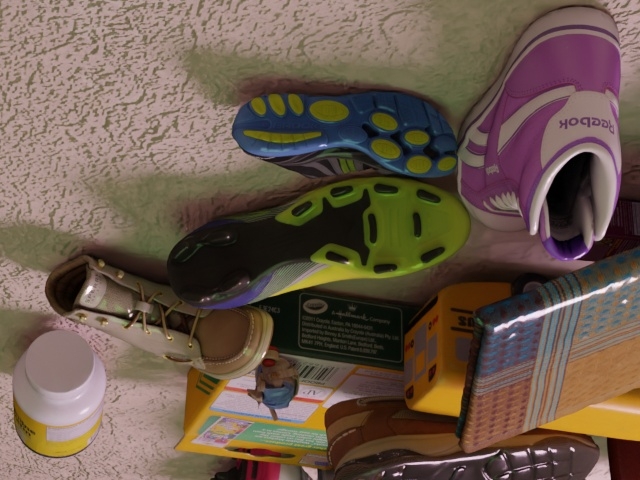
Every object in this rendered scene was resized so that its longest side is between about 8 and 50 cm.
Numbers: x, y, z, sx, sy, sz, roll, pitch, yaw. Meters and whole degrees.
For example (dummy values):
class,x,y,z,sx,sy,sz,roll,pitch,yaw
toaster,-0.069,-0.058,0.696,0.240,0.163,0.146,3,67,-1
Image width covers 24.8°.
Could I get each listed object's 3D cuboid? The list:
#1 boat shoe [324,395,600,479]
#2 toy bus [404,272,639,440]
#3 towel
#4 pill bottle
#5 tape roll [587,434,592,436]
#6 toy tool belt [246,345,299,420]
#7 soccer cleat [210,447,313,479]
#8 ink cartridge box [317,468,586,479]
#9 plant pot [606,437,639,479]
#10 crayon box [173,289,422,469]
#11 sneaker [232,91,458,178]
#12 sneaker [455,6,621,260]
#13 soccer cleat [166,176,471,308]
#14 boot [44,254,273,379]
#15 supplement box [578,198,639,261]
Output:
class,x,y,z,sx,sy,sz,roll,pitch,yaw
boat shoe,0.148,0.208,1.525,0.324,0.120,0.122,6,131,-32
toy bus,0.258,0.122,1.485,0.332,0.130,0.108,9,151,-15
towel,0.297,0.064,1.307,0.370,0.040,0.271,-19,150,-11
pill bottle,-0.293,0.170,1.630,0.103,0.103,0.184,5,152,-8
tape roll,0.208,0.180,1.664,0.219,0.072,0.219,1,153,0
toy tool belt,-0.047,0.144,1.449,0.052,0.051,0.083,-1,152,5
soccer cleat,-0.053,0.322,1.910,0.143,0.116,0.331,9,158,-14
ink cartridge box,0.160,0.307,1.846,0.324,0.071,0.330,1,-176,-2
plant pot,0.486,0.361,1.709,0.267,0.236,0.267,-13,115,25
crayon box,-0.029,0.158,1.619,0.203,0.083,0.323,10,151,-16
sneaker,0.021,-0.085,1.188,0.188,0.067,0.078,4,173,-9
sneaker,0.167,-0.040,1.152,0.102,0.161,0.282,1,154,-4
soccer cleat,-0.001,-0.001,1.338,0.289,0.093,0.121,-12,180,16
boot,-0.161,0.072,1.428,0.165,0.077,0.213,28,165,-36
supplement box,0.263,-0.009,1.328,0.083,0.043,0.055,6,152,-7
